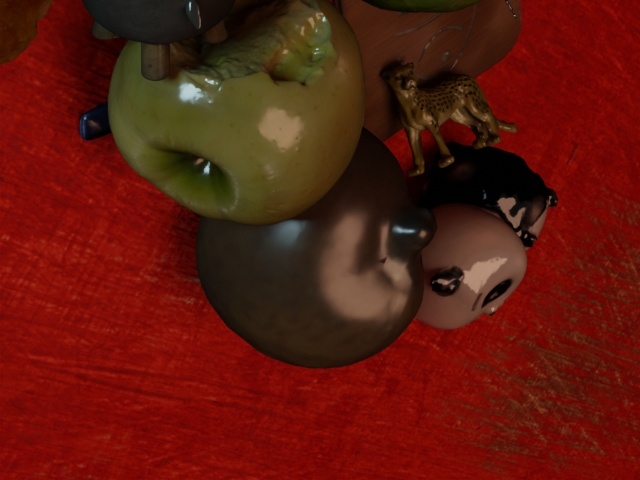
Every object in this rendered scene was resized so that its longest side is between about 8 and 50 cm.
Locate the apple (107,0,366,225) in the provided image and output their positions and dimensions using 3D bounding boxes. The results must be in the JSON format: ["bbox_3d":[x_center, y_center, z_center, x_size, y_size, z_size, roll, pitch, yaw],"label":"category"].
[{"bbox_3d":[-0.080,-0.150,1.956,0.279,0.279,0.279,-26,133,-32],"label":"apple"}]

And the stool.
[{"bbox_3d":[-0.156,-0.269,1.819,0.153,0.228,0.139,1,139,-2],"label":"stool"}]

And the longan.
[{"bbox_3d":[0.000,0.000,2.150,0.243,0.300,0.300,-45,149,-57],"label":"longan"}]

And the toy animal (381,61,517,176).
[{"bbox_3d":[0.161,-0.169,2.322,0.181,0.073,0.136,-23,96,-37],"label":"toy animal"}]

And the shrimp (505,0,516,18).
[{"bbox_3d":[0.108,-0.381,1.820,0.221,0.166,0.410,-82,163,-47],"label":"shrimp"}]

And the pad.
[{"bbox_3d":[0.139,-0.284,2.290,0.286,0.018,0.284,-35,137,-24],"label":"pad"}]

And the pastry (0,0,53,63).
[{"bbox_3d":[-0.345,-0.257,1.741,0.218,0.100,0.229,-36,143,-18],"label":"pastry"}]

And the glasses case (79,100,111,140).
[{"bbox_3d":[-0.222,-0.135,2.017,0.083,0.023,0.033,-29,138,-30],"label":"glasses case"}]

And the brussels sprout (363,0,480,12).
[{"bbox_3d":[0.116,-0.353,2.062,0.244,0.244,0.244,-26,133,-32],"label":"brussels sprout"}]

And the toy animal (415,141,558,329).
[{"bbox_3d":[0.183,0.007,2.383,0.187,0.165,0.235,-47,-166,53],"label":"toy animal"}]
